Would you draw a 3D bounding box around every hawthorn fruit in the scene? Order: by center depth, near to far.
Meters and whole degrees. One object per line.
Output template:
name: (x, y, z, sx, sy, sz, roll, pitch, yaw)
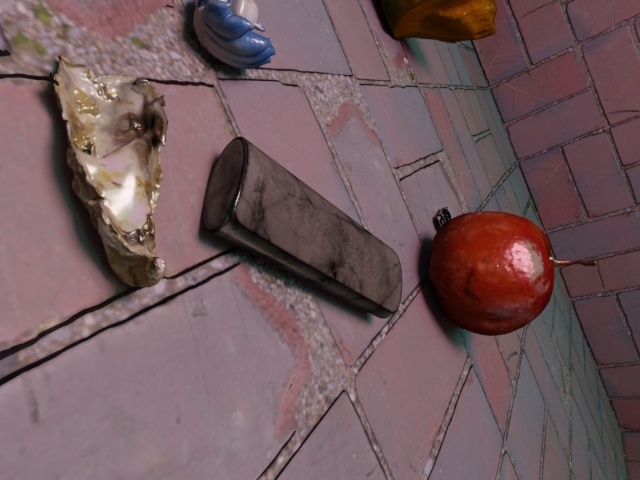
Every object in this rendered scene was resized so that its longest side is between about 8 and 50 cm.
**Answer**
hawthorn fruit: (0.342, 0.050, 0.764, 0.242, 0.272, 0.241, 20, 64, -49)

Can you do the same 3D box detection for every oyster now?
oyster: (-0.168, -0.063, 0.331, 0.106, 0.061, 0.199, 16, 57, -30)

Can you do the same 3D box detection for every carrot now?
carrot: (0.258, -0.617, 1.016, 0.242, 0.242, 0.340, -32, 97, -55)

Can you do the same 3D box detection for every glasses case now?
glasses case: (0.000, 0.000, 0.504, 0.299, 0.060, 0.113, 32, 50, -42)

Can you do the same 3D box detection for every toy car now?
toy car: (0.277, -0.048, 0.939, 0.041, 0.025, 0.093, 64, 32, -6)

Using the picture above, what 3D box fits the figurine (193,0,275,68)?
figurine: (-0.093, -0.240, 0.480, 0.114, 0.079, 0.114, 30, 8, -4)
